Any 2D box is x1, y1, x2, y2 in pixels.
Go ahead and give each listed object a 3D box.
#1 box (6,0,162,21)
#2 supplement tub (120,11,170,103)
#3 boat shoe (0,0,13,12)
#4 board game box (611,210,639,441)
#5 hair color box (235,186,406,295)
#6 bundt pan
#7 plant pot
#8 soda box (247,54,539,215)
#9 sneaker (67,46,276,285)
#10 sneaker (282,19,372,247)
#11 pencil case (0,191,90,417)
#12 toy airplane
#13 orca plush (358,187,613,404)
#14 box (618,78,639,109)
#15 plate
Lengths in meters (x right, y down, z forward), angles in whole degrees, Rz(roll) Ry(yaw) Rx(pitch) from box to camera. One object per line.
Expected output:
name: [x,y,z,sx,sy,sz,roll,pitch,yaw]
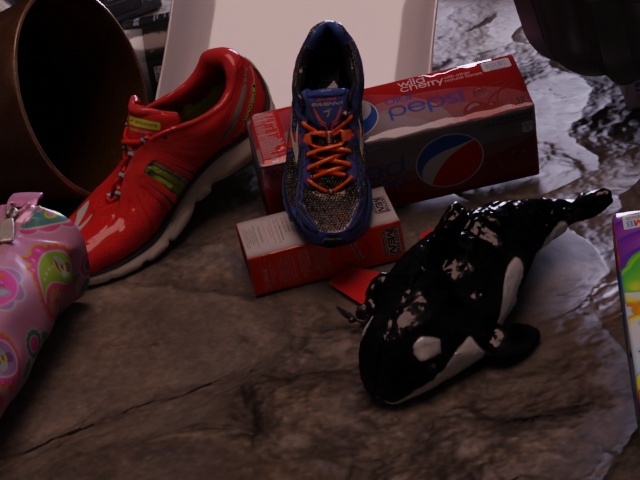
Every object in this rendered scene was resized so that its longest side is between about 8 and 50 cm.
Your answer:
box: [-0.300,-0.358,2.261,0.183,0.231,0.056,-23,34,-17]
supplement tub: [-0.113,-0.193,2.022,0.190,0.117,0.117,-10,29,2]
boat shoe: [-0.392,-0.214,2.165,0.320,0.118,0.103,23,39,36]
board game box: [0.291,0.098,1.340,0.142,0.144,0.275,-8,29,8]
hair color box: [0.000,0.000,1.718,0.141,0.043,0.072,-15,30,-4]
bundt pan: [0.338,-0.254,1.848,0.330,0.124,0.331,-10,30,6]
plant pot: [-0.327,-0.124,1.921,0.230,0.215,0.215,-13,26,29]
soda box: [0.068,-0.090,1.789,0.263,0.092,0.083,-13,44,-3]
sneaker: [-0.164,-0.078,1.797,0.107,0.118,0.279,28,67,40]
sneaker: [0.002,-0.098,1.685,0.083,0.087,0.221,-5,67,1]
pencil case: [-0.292,0.074,1.619,0.124,0.124,0.284,-1,32,19]
toy airplane: [0.080,0.034,1.646,0.151,0.028,0.151,-8,31,5]
orca plush: [0.133,0.014,1.561,0.287,0.102,0.151,-29,46,-26]
box: [0.447,-0.235,1.954,0.322,0.058,0.232,-10,30,2]
plate: [-0.019,-0.200,1.926,0.278,0.045,0.277,3,68,8]
